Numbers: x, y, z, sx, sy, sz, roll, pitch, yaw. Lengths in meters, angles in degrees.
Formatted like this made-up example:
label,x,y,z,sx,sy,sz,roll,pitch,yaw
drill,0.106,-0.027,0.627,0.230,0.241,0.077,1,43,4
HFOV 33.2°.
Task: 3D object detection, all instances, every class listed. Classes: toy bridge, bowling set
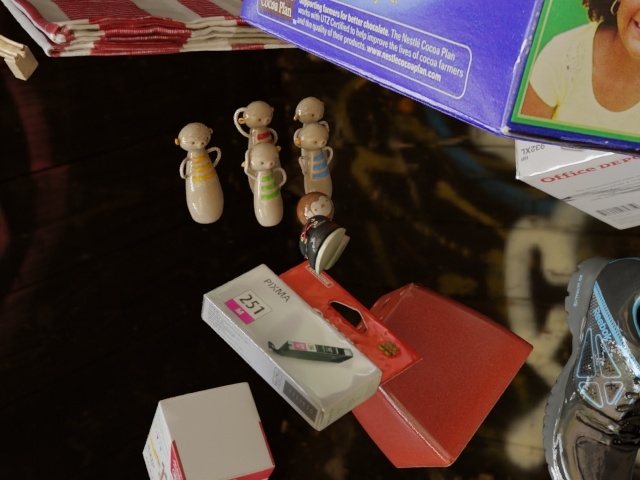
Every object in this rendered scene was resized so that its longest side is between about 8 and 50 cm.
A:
label,x,y,z,sx,sy,sz,roll,pitch,yaw
toy bridge,-0.380,-0.216,1.122,0.026,0.188,0.063,-61,-25,-23
bowling set,-0.045,-0.117,1.573,0.287,0.200,0.154,-28,-55,-36

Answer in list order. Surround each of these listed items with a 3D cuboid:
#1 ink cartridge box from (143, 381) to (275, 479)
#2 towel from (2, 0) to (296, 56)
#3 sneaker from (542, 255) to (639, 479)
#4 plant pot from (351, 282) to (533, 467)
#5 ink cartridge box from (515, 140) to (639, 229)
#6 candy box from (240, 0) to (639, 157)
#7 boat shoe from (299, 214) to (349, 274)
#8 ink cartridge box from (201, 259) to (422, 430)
label,x,y,z,sx,sy,sz,roll,pitch,yaw
ink cartridge box,-0.154,0.294,1.450,0.127,0.176,0.128,-10,-119,-23
towel,-0.131,-0.232,1.068,0.329,0.237,0.037,-7,-65,-24
sneaker,0.368,0.185,1.334,0.125,0.139,0.341,10,-98,-35
plant pot,0.172,0.227,1.932,0.236,0.267,0.267,42,-110,-5
ink cartridge box,0.462,-0.132,1.588,0.307,0.223,0.129,19,-115,-45
candy box,0.092,-0.228,0.498,0.122,0.268,0.317,2,-70,-30
boat shoe,-0.001,0.002,1.001,0.049,0.042,0.133,-57,-4,3
ink cartridge box,-0.007,0.136,1.662,0.239,0.275,0.060,-29,-33,-36
